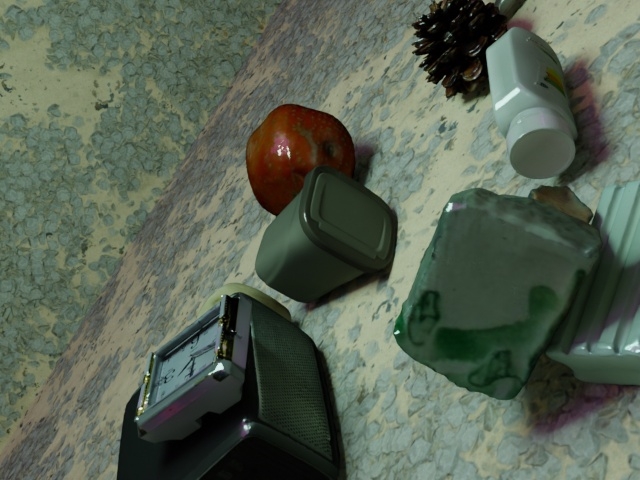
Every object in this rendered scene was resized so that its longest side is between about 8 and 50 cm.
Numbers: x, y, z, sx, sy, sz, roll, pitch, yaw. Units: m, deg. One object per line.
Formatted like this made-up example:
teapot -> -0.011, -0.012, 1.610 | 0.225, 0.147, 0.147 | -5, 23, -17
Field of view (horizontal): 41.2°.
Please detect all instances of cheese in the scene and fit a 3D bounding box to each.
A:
cheese -> -0.166, 0.204, 1.818 | 0.117, 0.235, 0.218 | 16, 96, 44

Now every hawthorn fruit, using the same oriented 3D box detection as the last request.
hawthorn fruit -> -0.045, -0.174, 2.024 | 0.275, 0.275, 0.300 | -36, 44, 35

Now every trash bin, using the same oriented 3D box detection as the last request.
trash bin -> 0.000, 0.000, 1.786 | 0.250, 0.220, 0.219 | -39, 27, 46

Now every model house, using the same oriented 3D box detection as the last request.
model house -> 0.258, 0.020, 1.208 | 0.325, 0.194, 0.267 | -51, -17, -58

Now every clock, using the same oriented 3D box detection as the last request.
clock -> -0.206, 0.217, 1.442 | 0.253, 0.083, 0.186 | -37, 32, 29

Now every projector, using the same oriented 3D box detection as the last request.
projector -> -0.178, 0.369, 1.579 | 0.395, 0.242, 0.405 | -44, 28, 17

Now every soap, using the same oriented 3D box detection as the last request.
soap -> 0.412, 0.049, 1.101 | 0.160, 0.087, 0.265 | -13, 46, 59

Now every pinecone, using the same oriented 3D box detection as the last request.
pinecone -> 0.288, -0.420, 1.796 | 0.221, 0.221, 0.221 | -41, 27, 27

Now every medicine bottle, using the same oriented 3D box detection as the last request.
medicine bottle -> 0.366, -0.238, 1.467 | 0.111, 0.161, 0.296 | -39, 28, 35

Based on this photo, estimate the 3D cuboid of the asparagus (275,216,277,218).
asparagus -> -0.068, -0.007, 2.064 | 0.343, 0.082, 0.085 | -97, 12, -58

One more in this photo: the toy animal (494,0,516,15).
toy animal -> 0.432, -0.669, 1.883 | 0.344, 0.194, 0.303 | -32, 38, 34
